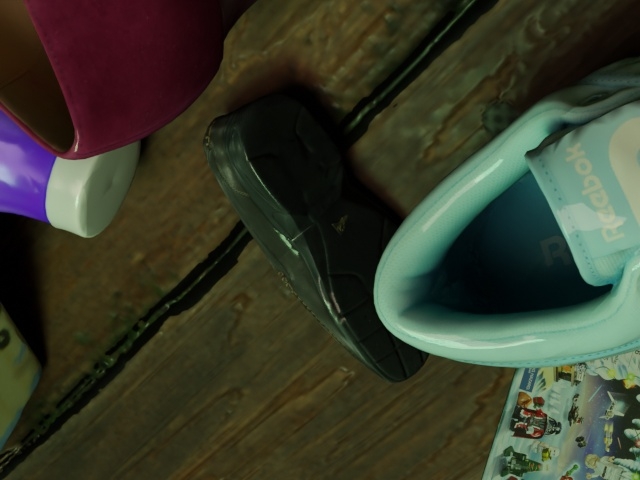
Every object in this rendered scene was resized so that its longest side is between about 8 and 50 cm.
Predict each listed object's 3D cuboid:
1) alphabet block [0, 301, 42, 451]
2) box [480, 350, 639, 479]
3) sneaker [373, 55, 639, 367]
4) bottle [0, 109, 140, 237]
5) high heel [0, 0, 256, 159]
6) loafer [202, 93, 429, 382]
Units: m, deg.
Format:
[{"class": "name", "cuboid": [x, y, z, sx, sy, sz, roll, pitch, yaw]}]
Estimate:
[{"class": "alphabet block", "cuboid": [-0.300, 0.082, 0.967, 0.193, 0.192, 0.197, 20, 159, 14]}, {"class": "box", "cuboid": [0.133, 0.105, 0.833, 0.094, 0.027, 0.137, 16, 85, 18]}, {"class": "sneaker", "cuboid": [0.167, -0.027, 0.668, 0.366, 0.150, 0.135, -36, 77, 42]}, {"class": "bottle", "cuboid": [-0.236, -0.083, 0.915, 0.283, 0.092, 0.118, 23, 128, 13]}, {"class": "high heel", "cuboid": [-0.205, -0.175, 0.768, 0.377, 0.181, 0.127, 26, 132, 10]}, {"class": "loafer", "cuboid": [0.000, 0.000, 0.876, 0.061, 0.062, 0.170, -4, 120, 58]}]
